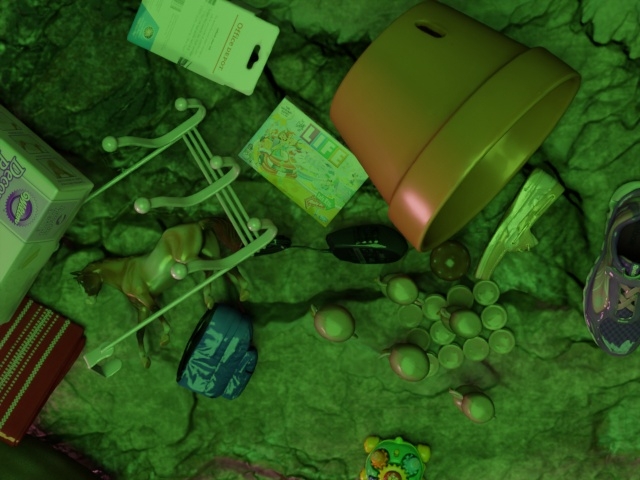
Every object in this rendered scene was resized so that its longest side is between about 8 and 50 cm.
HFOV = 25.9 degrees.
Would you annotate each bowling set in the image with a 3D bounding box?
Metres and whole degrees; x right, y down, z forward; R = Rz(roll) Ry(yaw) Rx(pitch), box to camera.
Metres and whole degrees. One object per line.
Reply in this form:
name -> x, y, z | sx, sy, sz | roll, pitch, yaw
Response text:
bowling set -> 0.147, 0.102, 1.849 | 0.287, 0.154, 0.200 | 33, 88, 0

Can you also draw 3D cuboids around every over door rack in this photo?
over door rack -> -0.240, -0.008, 1.826 | 0.324, 0.108, 0.239 | -39, 61, 14

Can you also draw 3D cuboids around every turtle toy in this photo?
turtle toy -> 0.101, 0.336, 1.951 | 0.095, 0.066, 0.130 | 8, 106, 5

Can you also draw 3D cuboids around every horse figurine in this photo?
horse figurine -> -0.201, 0.047, 1.891 | 0.263, 0.066, 0.174 | -36, 60, 14

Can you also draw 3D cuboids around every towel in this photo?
towel -> -0.487, 0.143, 1.936 | 0.274, 0.031, 0.199 | 30, 64, -1

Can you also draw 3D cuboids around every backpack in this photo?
backpack -> -0.135, 0.151, 1.920 | 0.101, 0.098, 0.120 | 23, 94, -8

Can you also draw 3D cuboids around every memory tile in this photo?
memory tile -> 0.186, 0.119, 1.910 | 0.148, 0.012, 0.113 | -18, 102, 12

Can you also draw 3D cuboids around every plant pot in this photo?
plant pot -> -0.441, 0.354, 1.950 | 0.230, 0.215, 0.215 | 43, 106, -4
plant pot -> 0.149, -0.157, 1.718 | 0.203, 0.291, 0.291 | 43, 106, 12

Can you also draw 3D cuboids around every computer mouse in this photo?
computer mouse -> 0.000, 0.000, 1.886 | 0.242, 0.071, 0.041 | 2, 70, 11

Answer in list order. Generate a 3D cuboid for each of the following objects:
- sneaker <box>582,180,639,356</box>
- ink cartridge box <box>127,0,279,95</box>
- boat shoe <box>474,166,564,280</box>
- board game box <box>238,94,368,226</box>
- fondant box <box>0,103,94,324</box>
sneaker -> 0.401, 0.045, 1.816 | 0.095, 0.104, 0.236 | 8, 107, 4
ink cartridge box -> -0.148, -0.274, 1.823 | 0.180, 0.060, 0.104 | 26, 106, 0
boat shoe -> 0.263, -0.013, 1.839 | 0.059, 0.063, 0.170 | 31, 106, 5
board game box -> -0.019, -0.106, 1.869 | 0.154, 0.026, 0.103 | 39, 106, -4
fondant box -> -0.497, -0.076, 1.857 | 0.330, 0.096, 0.238 | 39, 107, 13
